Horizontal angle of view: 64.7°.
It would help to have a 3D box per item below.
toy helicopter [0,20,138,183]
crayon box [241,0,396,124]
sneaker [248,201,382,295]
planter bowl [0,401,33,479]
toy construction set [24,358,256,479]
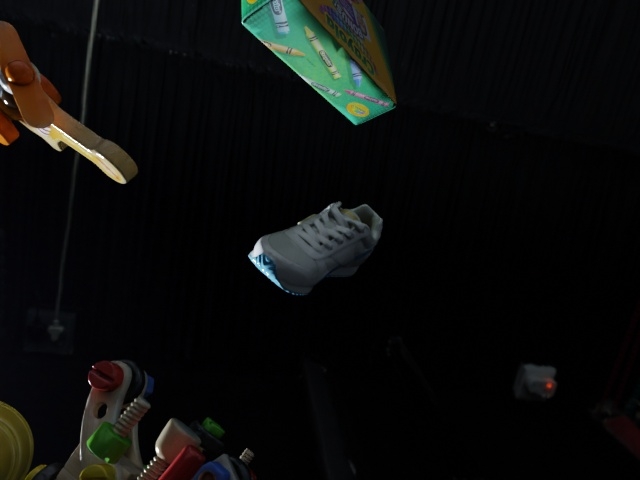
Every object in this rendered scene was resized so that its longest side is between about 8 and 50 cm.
[{"bbox_3d":[-0.477,-0.226,0.905,0.355,0.140,0.235,34,153,6],"label":"toy helicopter"},{"bbox_3d":[0.005,-0.313,0.741,0.081,0.165,0.278,-20,152,30],"label":"crayon box"},{"bbox_3d":[0.000,0.000,0.616,0.087,0.092,0.228,42,-156,17],"label":"sneaker"},{"bbox_3d":[-0.634,0.396,0.890,0.217,0.217,0.090,6,174,-23],"label":"planter bowl"},{"bbox_3d":[-0.228,0.296,0.569,0.257,0.237,0.309,40,163,-2],"label":"toy construction set"}]
